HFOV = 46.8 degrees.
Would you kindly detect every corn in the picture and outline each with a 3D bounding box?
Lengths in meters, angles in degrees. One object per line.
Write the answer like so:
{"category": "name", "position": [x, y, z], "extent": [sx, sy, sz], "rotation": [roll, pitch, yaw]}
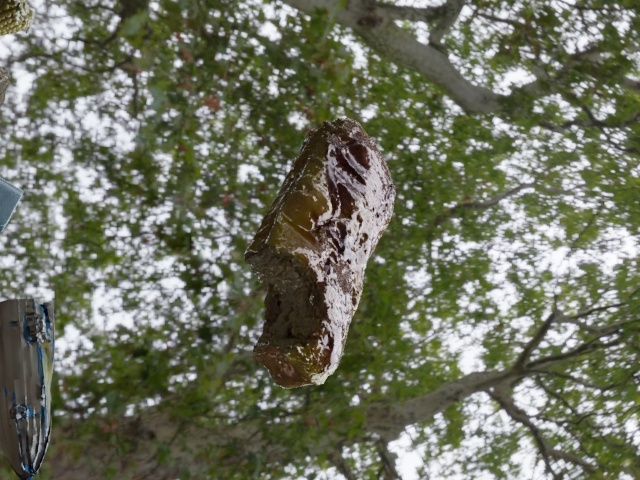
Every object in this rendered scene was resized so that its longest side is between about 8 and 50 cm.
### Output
{"category": "corn", "position": [-0.727, -0.461, 1.551], "extent": [0.260, 0.091, 0.091], "rotation": [-10, -85, 13]}

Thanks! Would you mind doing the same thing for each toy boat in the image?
{"category": "toy boat", "position": [-0.325, 0.155, 0.795], "extent": [0.066, 0.084, 0.210], "rotation": [111, -33, -59]}

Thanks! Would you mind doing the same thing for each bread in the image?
{"category": "bread", "position": [0.000, 0.000, 0.962], "extent": [0.109, 0.185, 0.380], "rotation": [-7, -139, 29]}

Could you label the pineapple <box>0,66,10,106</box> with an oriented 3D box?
{"category": "pineapple", "position": [-0.378, -0.177, 0.700], "extent": [0.159, 0.074, 0.074], "rotation": [35, -63, -11]}

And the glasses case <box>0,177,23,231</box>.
{"category": "glasses case", "position": [-0.630, -0.122, 1.224], "extent": [0.056, 0.266, 0.105], "rotation": [-41, -147, 22]}
